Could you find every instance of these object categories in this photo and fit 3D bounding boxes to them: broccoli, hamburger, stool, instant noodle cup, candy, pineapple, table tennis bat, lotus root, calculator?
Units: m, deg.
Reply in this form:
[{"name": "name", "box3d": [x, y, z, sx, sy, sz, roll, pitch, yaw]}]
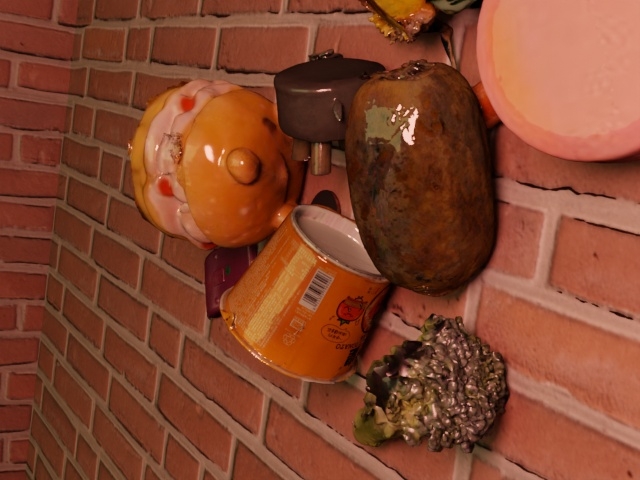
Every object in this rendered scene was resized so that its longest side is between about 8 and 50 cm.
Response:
[{"name": "broccoli", "box3d": [0.108, 0.201, 1.144, 0.145, 0.165, 0.304, 53, 154, 6]}, {"name": "hamburger", "box3d": [-0.140, -0.115, 1.470, 0.237, 0.276, 0.276, 11, 96, 38]}, {"name": "stool", "box3d": [0.025, -0.187, 1.330, 0.153, 0.228, 0.139, 4, 116, 20]}, {"name": "instant noodle cup", "box3d": [-0.006, 0.064, 1.279, 0.172, 0.216, 0.215, -59, 39, 23]}, {"name": "candy", "box3d": [0.269, -0.200, 0.881, 0.255, 0.094, 0.255, 2, 93, 39]}, {"name": "pineapple", "box3d": [0.110, -0.353, 1.221, 0.161, 0.158, 0.334, -40, 46, -1]}, {"name": "table tennis bat", "box3d": [0.000, 0.000, 1.448, 0.095, 0.014, 0.158, 9, 92, 58]}, {"name": "lotus root", "box3d": [0.115, -0.064, 1.086, 0.160, 0.152, 0.274, 5, 119, 38]}, {"name": "calculator", "box3d": [-0.168, 0.064, 1.707, 0.190, 0.034, 0.126, -28, 61, 54]}]

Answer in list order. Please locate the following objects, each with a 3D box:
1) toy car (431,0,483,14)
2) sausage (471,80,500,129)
[{"name": "toy car", "box3d": [0.187, -0.369, 1.067, 0.136, 0.125, 0.305, -28, 40, 34]}, {"name": "sausage", "box3d": [0.207, -0.168, 1.081, 0.348, 0.053, 0.053, -32, 59, 54]}]
